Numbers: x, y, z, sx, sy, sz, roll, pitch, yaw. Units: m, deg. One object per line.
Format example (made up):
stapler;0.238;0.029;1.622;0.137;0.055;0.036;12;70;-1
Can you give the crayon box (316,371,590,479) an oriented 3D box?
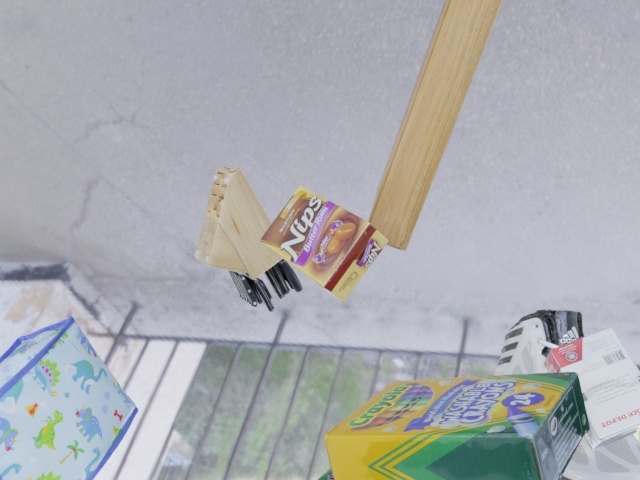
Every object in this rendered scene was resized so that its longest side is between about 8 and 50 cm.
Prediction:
crayon box;0.152;0.245;0.949;0.322;0.203;0.083;-11;95;33

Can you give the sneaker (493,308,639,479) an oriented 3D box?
sneaker;0.410;0.256;1.240;0.169;0.258;0.447;0;-172;-15

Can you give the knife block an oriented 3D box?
knife block;-0.125;0.003;1.544;0.242;0.276;0.088;12;-175;-30

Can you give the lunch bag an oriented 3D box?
lunch bag;-0.261;0.170;0.693;0.096;0.151;0.129;-23;112;21

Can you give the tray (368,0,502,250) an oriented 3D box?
tray;0.172;-0.209;1.146;0.076;0.203;0.411;20;114;1

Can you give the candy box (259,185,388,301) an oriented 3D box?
candy box;0.000;0.000;1.070;0.053;0.109;0.186;39;176;-37

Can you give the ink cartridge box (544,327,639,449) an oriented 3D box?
ink cartridge box;0.385;0.202;1.014;0.099;0.135;0.056;-18;149;-6
